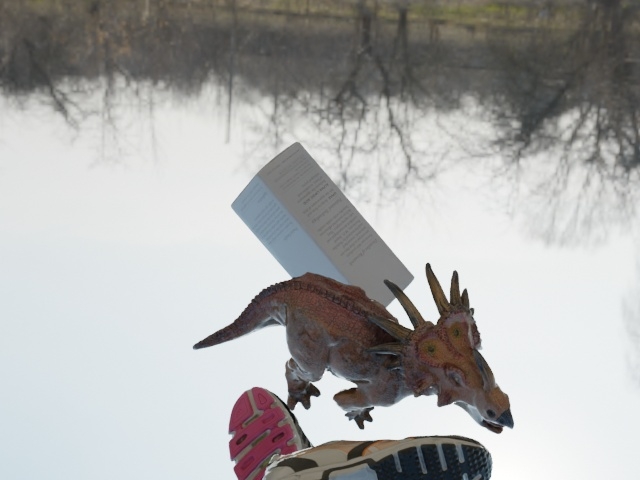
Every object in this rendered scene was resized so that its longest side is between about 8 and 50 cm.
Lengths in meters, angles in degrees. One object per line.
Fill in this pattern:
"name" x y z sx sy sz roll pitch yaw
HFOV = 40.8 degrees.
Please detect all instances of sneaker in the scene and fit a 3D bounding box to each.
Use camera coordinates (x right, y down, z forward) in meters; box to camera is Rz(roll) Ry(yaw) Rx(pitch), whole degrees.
"sneaker" -0.012 0.191 0.676 0.170 0.063 0.074 54 -165 25
"sneaker" 0.023 0.103 0.391 0.109 0.040 0.044 -8 -163 -2

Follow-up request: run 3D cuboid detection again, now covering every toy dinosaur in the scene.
"toy dinosaur" 0.032 0.085 0.792 0.295 0.127 0.200 16 155 6

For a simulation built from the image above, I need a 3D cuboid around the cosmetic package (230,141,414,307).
"cosmetic package" 0.000 0.000 1.101 0.085 0.231 0.117 -42 -178 -30
